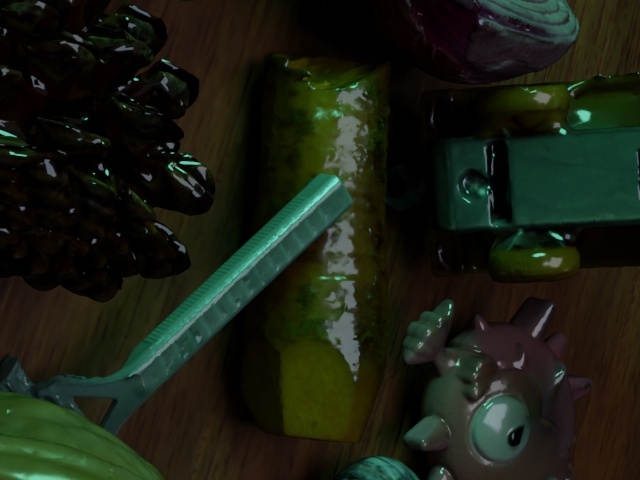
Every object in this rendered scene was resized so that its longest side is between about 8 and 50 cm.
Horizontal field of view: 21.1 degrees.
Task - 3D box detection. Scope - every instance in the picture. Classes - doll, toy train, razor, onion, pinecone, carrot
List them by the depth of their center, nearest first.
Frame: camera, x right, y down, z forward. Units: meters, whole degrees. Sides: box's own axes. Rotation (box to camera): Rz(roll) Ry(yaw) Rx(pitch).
[{"bbox_3d":[-0.171,-0.073,1.049,0.221,0.221,0.221,2,88,-47],"label":"pinecone"},{"bbox_3d":[-0.084,0.050,1.184,0.278,0.056,0.111,-40,118,-15],"label":"razor"},{"bbox_3d":[0.000,0.000,1.298,0.114,0.114,0.302,9,81,-47],"label":"carrot"},{"bbox_3d":[0.069,-0.208,1.334,0.227,0.120,0.283,52,24,23],"label":"onion"},{"bbox_3d":[0.236,-0.056,1.415,0.231,0.369,0.163,-25,112,-73],"label":"toy train"},{"bbox_3d":[0.148,0.147,1.466,0.211,0.093,0.262,-54,129,-25],"label":"doll"}]

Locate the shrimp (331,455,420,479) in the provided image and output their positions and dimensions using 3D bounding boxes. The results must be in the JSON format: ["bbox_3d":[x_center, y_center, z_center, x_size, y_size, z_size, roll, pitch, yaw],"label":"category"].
[{"bbox_3d":[0.001,0.297,1.250,0.372,0.172,0.137,-56,133,-41],"label":"shrimp"}]

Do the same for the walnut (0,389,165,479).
[{"bbox_3d":[-0.181,0.237,0.970,0.333,0.332,0.333,2,88,-47],"label":"walnut"}]
